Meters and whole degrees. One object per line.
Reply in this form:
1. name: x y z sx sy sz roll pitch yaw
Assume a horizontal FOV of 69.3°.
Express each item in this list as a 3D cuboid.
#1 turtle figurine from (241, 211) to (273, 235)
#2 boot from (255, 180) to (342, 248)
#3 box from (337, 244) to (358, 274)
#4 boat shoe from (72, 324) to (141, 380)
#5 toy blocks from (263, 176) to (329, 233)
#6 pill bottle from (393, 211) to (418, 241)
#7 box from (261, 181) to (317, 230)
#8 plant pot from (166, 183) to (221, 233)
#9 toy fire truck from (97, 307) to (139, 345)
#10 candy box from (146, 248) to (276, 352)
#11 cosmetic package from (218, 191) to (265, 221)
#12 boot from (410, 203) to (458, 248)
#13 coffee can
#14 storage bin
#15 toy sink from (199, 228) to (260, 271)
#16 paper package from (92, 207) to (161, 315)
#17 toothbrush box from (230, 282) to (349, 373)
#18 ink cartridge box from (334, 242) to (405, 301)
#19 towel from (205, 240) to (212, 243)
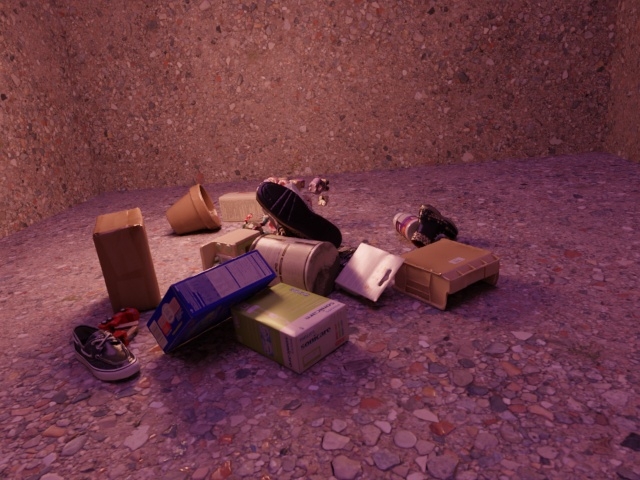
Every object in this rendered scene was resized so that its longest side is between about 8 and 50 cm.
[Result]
1. turtle figurine: -0.277 -0.026 2.062 0.234 0.175 0.118 36 10 25
2. boot: -0.128 -0.055 1.826 0.284 0.377 0.138 -32 29 58
3. box: 0.091 0.091 1.792 0.147 0.077 0.180 9 24 37
4. boat shoe: -0.630 0.312 1.341 0.301 0.102 0.108 11 25 41
5. toy blocks: -0.153 -0.166 2.294 0.309 0.289 0.260 9 18 32
6. pill bottle: 0.402 -0.067 2.104 0.108 0.108 0.193 -10 19 -10
7. box: -0.130 -0.109 2.093 0.142 0.247 0.163 -33 -9 -30
8. plant pot: -0.701 -0.143 2.521 0.229 0.263 0.263 -26 21 -1
9. toy fire truck: -0.645 0.282 1.516 0.135 0.047 0.192 2 20 20
10. candy box: -0.329 0.179 1.407 0.317 0.122 0.268 -24 -16 -45
11. cosmetic package: -0.415 -0.197 2.668 0.296 0.153 0.129 1 21 17
12. boot: 0.483 -0.024 1.974 0.085 0.236 0.179 -8 54 53
13. coffee can: -0.098 0.088 1.670 0.275 0.201 0.201 8 24 35
14. storage bin: 0.424 0.107 1.579 0.262 0.123 0.260 -17 22 -30
15. toy sink: -0.356 0.062 1.904 0.131 0.153 0.234 8 23 35
16. paper package: -0.713 0.071 1.721 0.168 0.325 0.309 -13 21 -18
17. toothbrush box: -0.091 0.242 1.349 0.283 0.122 0.206 11 26 43
18. ink cartridge box: 0.175 0.115 1.594 0.224 0.056 0.181 22 72 50
19. towel: -0.398 0.022 2.193 0.282 0.049 0.187 -18 24 -34
